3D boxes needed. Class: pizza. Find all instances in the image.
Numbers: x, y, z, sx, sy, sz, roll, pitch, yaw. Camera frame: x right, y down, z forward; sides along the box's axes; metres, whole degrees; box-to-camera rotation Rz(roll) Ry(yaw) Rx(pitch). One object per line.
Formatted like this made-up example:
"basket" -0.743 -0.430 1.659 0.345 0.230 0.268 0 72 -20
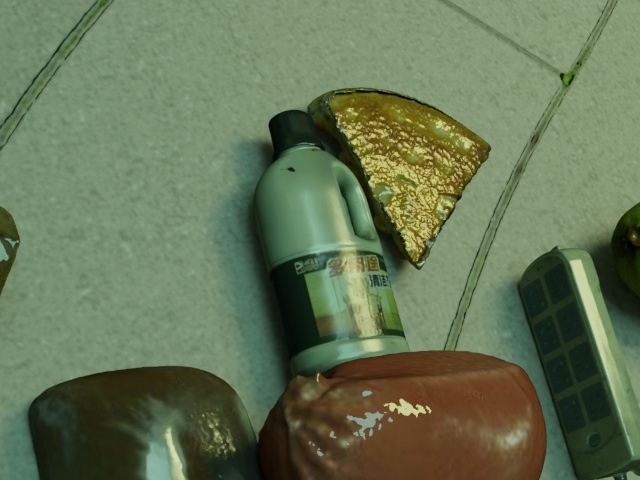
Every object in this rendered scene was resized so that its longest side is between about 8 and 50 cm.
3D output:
"pizza" 0.083 -0.052 0.940 0.184 0.036 0.176 1 67 -31

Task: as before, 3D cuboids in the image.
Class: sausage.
"sausage" 0.064 0.147 0.753 0.254 0.148 0.148 -1 66 -39

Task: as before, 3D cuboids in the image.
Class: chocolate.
"chocolate" -0.091 0.197 0.686 0.156 0.080 0.254 0 66 -30

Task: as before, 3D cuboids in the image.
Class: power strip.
"power strip" 0.224 0.111 0.907 0.029 0.080 0.227 -3 67 -27

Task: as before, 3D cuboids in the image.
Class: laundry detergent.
"laundry detergent" 0.000 0.000 0.847 0.099 0.070 0.226 -6 67 -22

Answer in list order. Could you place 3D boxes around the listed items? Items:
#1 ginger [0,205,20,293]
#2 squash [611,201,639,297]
"ginger" -0.319 0.019 0.633 0.262 0.109 0.116 -4 54 -32
"squash" 0.376 0.013 1.014 0.247 0.132 0.133 5 64 -26
